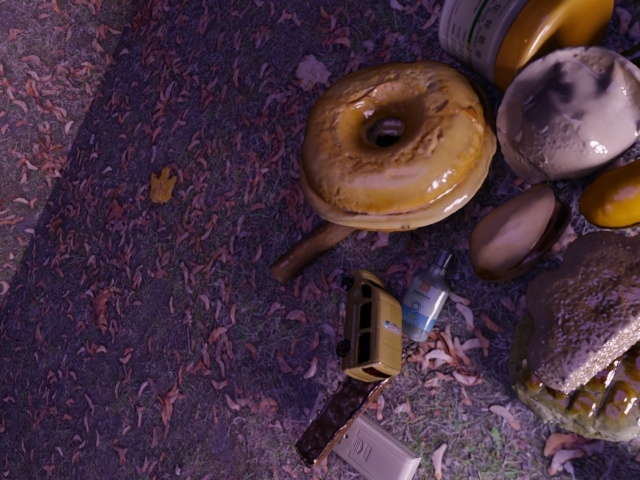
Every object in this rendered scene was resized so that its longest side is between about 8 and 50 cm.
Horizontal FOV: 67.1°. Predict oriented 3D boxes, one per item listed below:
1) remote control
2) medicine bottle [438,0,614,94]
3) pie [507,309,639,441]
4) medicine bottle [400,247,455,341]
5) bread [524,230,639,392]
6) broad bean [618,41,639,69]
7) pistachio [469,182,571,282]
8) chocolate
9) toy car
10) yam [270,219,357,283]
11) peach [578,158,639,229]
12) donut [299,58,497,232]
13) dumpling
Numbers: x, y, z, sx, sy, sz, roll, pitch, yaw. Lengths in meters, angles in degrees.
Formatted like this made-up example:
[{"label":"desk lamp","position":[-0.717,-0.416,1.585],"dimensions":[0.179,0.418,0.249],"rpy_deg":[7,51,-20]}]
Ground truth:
[{"label":"remote control","position":[0.091,0.462,1.114],"dimensions":[0.277,0.056,0.102],"rpy_deg":[26,96,38]},{"label":"medicine bottle","position":[0.393,-0.424,0.952],"dimensions":[0.238,0.238,0.232],"rpy_deg":[-51,56,17]},{"label":"pie","position":[0.492,0.210,0.868],"dimensions":[0.307,0.071,0.306],"rpy_deg":[-8,76,33]},{"label":"medicine bottle","position":[0.237,0.118,1.074],"dimensions":[0.090,0.054,0.208],"rpy_deg":[29,99,40]},{"label":"bread","position":[0.467,0.092,0.813],"dimensions":[0.337,0.102,0.183],"rpy_deg":[-47,52,13]},{"label":"broad bean","position":[0.560,-0.322,0.931],"dimensions":[0.256,0.052,0.052],"rpy_deg":[-33,26,29]},{"label":"pistachio","position":[0.384,-0.009,0.944],"dimensions":[0.215,0.144,0.144],"rpy_deg":[-49,58,20]},{"label":"chocolate","position":[0.070,0.366,1.092],"dimensions":[0.329,0.065,0.102],"rpy_deg":[-49,39,-7]},{"label":"toy car","position":[0.116,0.176,1.073],"dimensions":[0.124,0.101,0.256],"rpy_deg":[-23,48,39]},{"label":"yam","position":[0.000,0.000,1.252],"dimensions":[0.357,0.081,0.081],"rpy_deg":[-39,61,23]},{"label":"peach","position":[0.536,-0.078,0.824],"dimensions":[0.179,0.179,0.103],"rpy_deg":[-26,76,29]},{"label":"donut","position":[0.156,-0.208,1.065],"dimensions":[0.449,0.198,0.448],"rpy_deg":[-10,63,20]},{"label":"dumpling","position":[0.426,-0.212,0.851],"dimensions":[0.227,0.175,0.243],"rpy_deg":[47,115,-2]}]
